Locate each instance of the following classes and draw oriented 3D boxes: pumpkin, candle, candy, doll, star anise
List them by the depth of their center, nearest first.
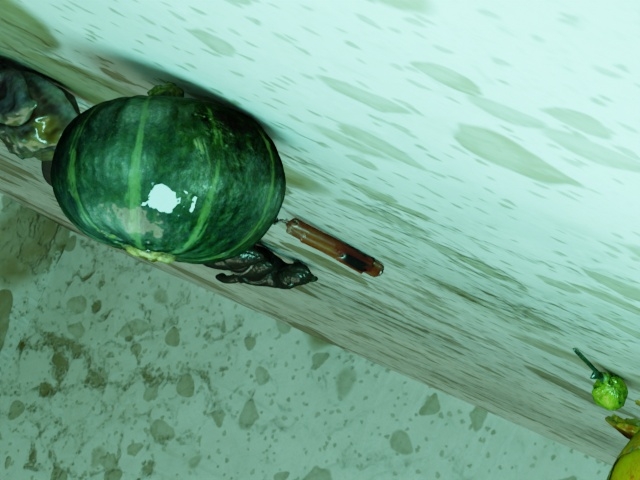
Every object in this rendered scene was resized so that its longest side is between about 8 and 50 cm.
[{"bbox_3d":[-0.107,-0.045,1.318,0.167,0.125,0.167,24,177,1],"label":"pumpkin"},{"bbox_3d":[-0.303,-0.131,1.675,0.212,0.073,0.197,28,172,-2],"label":"star anise"},{"bbox_3d":[0.001,0.000,1.817,0.167,0.021,0.026,29,-166,-38],"label":"candle"},{"bbox_3d":[0.273,0.134,1.842,0.035,0.035,0.123,18,163,35],"label":"candy"},{"bbox_3d":[-0.088,0.025,2.298,0.165,0.057,0.139,12,167,31],"label":"doll"}]

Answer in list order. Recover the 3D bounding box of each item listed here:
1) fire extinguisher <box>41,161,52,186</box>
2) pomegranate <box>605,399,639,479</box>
[{"bbox_3d":[-0.199,-0.064,1.897,0.267,0.072,0.089,23,-149,19],"label":"fire extinguisher"},{"bbox_3d":[0.320,0.211,1.465,0.210,0.210,0.235,32,-157,-51],"label":"pomegranate"}]
